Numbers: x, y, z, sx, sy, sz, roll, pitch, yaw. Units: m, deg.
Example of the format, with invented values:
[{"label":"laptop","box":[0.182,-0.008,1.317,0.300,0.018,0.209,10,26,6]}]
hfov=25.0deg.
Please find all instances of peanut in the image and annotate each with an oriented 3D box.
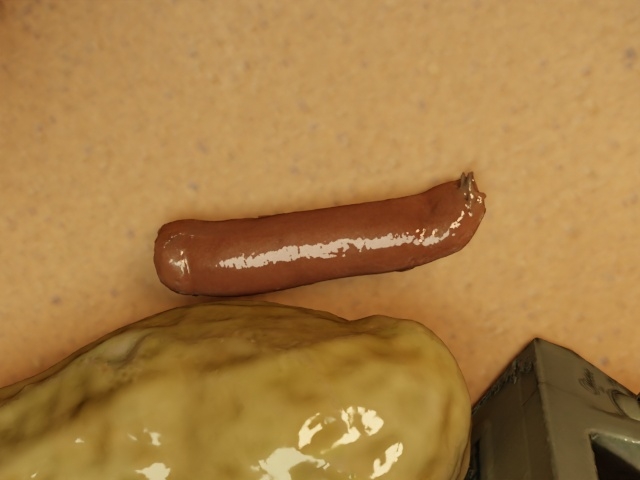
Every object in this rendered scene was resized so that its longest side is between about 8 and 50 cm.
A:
[{"label":"peanut","box":[-0.078,0.113,0.664,0.306,0.147,0.147,-26,105,11]}]

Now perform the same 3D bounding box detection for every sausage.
[{"label":"sausage","box":[0.000,0.000,0.669,0.158,0.036,0.042,-10,116,8]}]

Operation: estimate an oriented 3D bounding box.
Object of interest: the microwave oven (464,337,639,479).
[{"label":"microwave oven","box":[0.106,0.217,0.598,0.181,0.295,0.237,33,109,-7]}]
